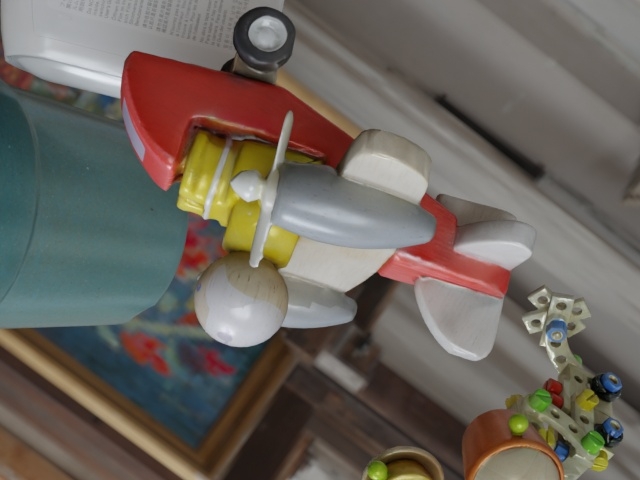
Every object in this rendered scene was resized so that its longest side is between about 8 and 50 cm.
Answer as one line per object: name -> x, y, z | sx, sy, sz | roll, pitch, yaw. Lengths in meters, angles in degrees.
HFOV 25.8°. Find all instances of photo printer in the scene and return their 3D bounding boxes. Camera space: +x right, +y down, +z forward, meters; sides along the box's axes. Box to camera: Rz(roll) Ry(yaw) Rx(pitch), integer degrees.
photo printer -> -0.195, -0.279, 1.554 | 0.107, 0.308, 0.256 | 156, -55, -74

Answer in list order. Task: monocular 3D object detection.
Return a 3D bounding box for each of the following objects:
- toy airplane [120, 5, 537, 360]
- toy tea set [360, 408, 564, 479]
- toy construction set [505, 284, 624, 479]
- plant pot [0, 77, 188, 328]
toy airplane -> 0.000, 0.000, 1.302 | 0.384, 0.386, 0.272 | 18, -117, 41
toy tea set -> 0.193, 0.321, 1.392 | 0.200, 0.336, 0.124 | -34, -158, 8
toy construction set -> 0.355, 0.235, 2.106 | 0.151, 0.215, 0.327 | -50, -164, 49
plant pot -> -0.358, -0.037, 1.643 | 0.334, 0.341, 0.341 | 8, 129, -47
